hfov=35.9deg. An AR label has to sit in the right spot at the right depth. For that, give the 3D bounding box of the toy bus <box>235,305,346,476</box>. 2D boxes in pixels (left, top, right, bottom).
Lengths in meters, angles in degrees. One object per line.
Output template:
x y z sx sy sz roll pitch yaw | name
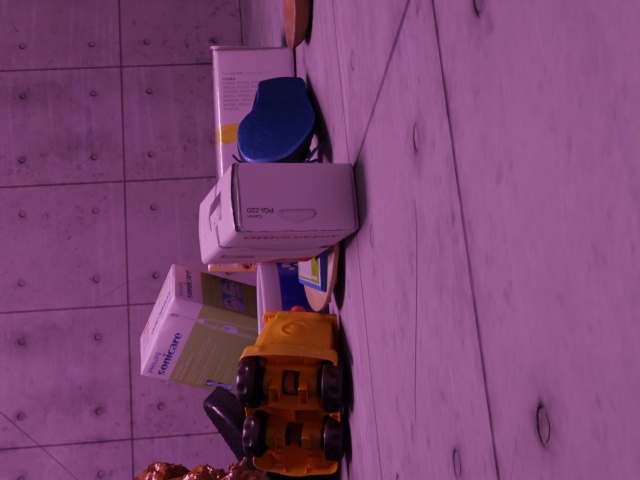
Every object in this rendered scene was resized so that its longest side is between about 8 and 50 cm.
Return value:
-0.032 0.204 1.457 0.211 0.149 0.220 -78 -13 -60 | toy bus

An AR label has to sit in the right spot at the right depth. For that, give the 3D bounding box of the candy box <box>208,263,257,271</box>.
-0.129 0.033 1.958 0.109 0.187 0.053 -141 50 -82 | candy box

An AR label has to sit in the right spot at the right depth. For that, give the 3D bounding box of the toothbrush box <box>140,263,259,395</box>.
-0.202 0.194 2.018 0.122 0.283 0.206 -106 37 -54 | toothbrush box

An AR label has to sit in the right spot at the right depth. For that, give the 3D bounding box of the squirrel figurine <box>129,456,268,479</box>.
-0.127 0.500 1.434 0.370 0.281 0.397 27 152 51 | squirrel figurine

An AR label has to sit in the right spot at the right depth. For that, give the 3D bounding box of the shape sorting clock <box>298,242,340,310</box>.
0.000 0.000 1.439 0.206 0.040 0.206 177 90 -77 | shape sorting clock

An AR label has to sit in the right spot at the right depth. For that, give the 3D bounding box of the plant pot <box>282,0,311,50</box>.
-0.041 -0.435 1.634 0.236 0.032 0.236 177 90 -84 | plant pot

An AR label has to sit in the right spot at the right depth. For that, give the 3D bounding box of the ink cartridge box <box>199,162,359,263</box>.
-0.061 -0.031 1.278 0.218 0.159 0.092 150 117 -70 | ink cartridge box

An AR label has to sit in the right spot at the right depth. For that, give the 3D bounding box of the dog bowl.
-0.048 0.168 1.673 0.265 0.104 0.265 177 90 -84 | dog bowl

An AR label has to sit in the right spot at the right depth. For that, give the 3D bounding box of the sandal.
-0.056 0.376 1.653 0.167 0.107 0.445 31 155 37 | sandal

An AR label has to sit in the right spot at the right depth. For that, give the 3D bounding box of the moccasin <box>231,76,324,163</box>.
-0.053 -0.160 1.575 0.342 0.138 0.117 -76 -17 -61 | moccasin

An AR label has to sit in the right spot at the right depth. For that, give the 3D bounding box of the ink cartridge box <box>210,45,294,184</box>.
-0.136 -0.203 2.019 0.279 0.160 0.384 -125 33 -77 | ink cartridge box

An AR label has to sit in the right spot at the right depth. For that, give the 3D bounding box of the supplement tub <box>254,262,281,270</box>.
-0.075 -0.003 1.832 0.106 0.106 0.198 107 158 -72 | supplement tub
